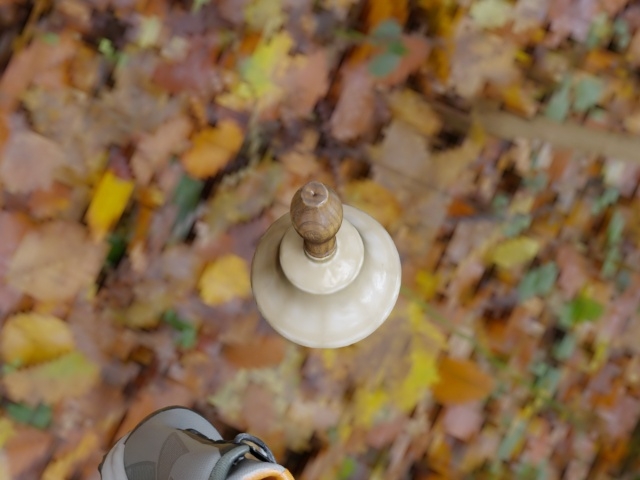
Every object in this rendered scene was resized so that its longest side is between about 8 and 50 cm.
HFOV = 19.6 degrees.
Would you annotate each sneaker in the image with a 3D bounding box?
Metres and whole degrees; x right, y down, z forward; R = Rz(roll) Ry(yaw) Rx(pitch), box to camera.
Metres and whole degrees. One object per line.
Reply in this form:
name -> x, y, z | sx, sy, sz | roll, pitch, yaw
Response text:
sneaker -> -0.055, 0.149, 1.001 | 0.108, 0.100, 0.271 | -47, -165, 6

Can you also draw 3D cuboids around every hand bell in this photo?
hand bell -> 0.000, 0.000, 1.422 | 0.126, 0.126, 0.242 | -62, 172, -11
